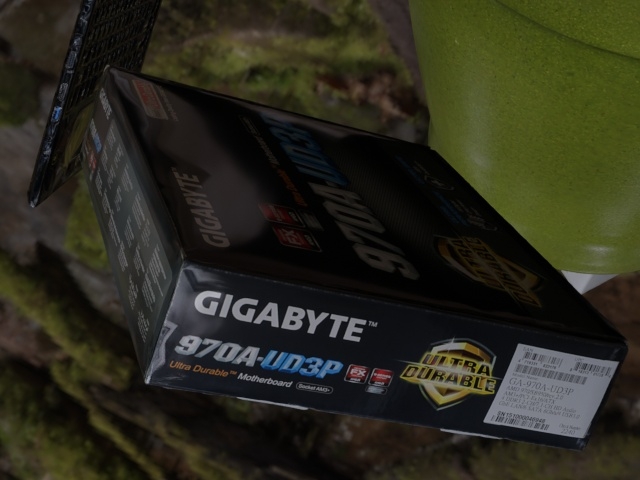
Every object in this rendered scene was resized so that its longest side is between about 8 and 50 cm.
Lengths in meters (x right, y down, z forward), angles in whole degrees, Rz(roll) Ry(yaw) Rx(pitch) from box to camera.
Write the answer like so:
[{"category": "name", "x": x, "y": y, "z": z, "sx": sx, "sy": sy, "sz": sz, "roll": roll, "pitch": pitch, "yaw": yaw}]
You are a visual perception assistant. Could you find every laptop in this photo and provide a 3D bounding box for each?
[{"category": "laptop", "x": -0.077, "y": -0.150, "z": 0.919, "sx": 0.136, "sy": 0.234, "sz": 0.264, "roll": 20, "pitch": 106, "yaw": 0}]

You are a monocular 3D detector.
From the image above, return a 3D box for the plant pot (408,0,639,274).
[{"category": "plant pot", "x": 0.210, "y": -0.166, "z": 0.893, "sx": 0.366, "sy": 0.367, "sz": 0.353, "roll": 19, "pitch": 144, "yaw": 10}]

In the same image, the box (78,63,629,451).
[{"category": "box", "x": 0.000, "y": 0.000, "z": 0.548, "sx": 0.175, "sy": 0.220, "sz": 0.051, "roll": 12, "pitch": 110, "yaw": -21}]

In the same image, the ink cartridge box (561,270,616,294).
[{"category": "ink cartridge box", "x": 0.271, "y": -0.129, "z": 1.443, "sx": 0.307, "sy": 0.129, "sz": 0.223, "roll": 59, "pitch": 167, "yaw": 19}]
